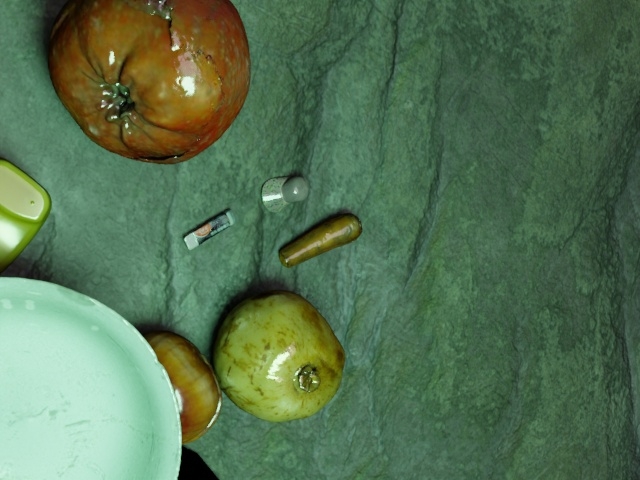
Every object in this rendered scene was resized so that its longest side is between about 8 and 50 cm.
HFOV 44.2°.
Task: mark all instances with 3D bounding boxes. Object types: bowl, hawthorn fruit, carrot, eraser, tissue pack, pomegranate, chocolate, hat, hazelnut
[{"bbox_3d":[-0.403,0.250,1.037,0.434,0.196,0.435,-1,95,-11],"label":"bowl"},{"bbox_3d":[-0.208,-0.253,1.111,0.307,0.276,0.276,-41,118,-51],"label":"hawthorn fruit"},{"bbox_3d":[0.000,0.000,1.385,0.161,0.055,0.055,-25,108,-21],"label":"carrot"},{"bbox_3d":[-0.179,-0.019,1.283,0.099,0.019,0.027,-33,112,-25],"label":"eraser"},{"bbox_3d":[-0.451,-0.020,1.049,0.123,0.127,0.178,43,72,-21],"label":"tissue pack"},{"bbox_3d":[-0.061,0.186,1.271,0.215,0.215,0.215,-4,98,-32],"label":"pomegranate"},{"bbox_3d":[-0.234,0.434,1.252,0.133,0.156,0.156,-39,118,7],"label":"chocolate"},{"bbox_3d":[-0.056,-0.080,1.341,0.087,0.042,0.058,-20,105,-29],"label":"hat"},{"bbox_3d":[-0.241,0.230,1.195,0.182,0.182,0.182,-4,98,-32],"label":"hazelnut"}]
